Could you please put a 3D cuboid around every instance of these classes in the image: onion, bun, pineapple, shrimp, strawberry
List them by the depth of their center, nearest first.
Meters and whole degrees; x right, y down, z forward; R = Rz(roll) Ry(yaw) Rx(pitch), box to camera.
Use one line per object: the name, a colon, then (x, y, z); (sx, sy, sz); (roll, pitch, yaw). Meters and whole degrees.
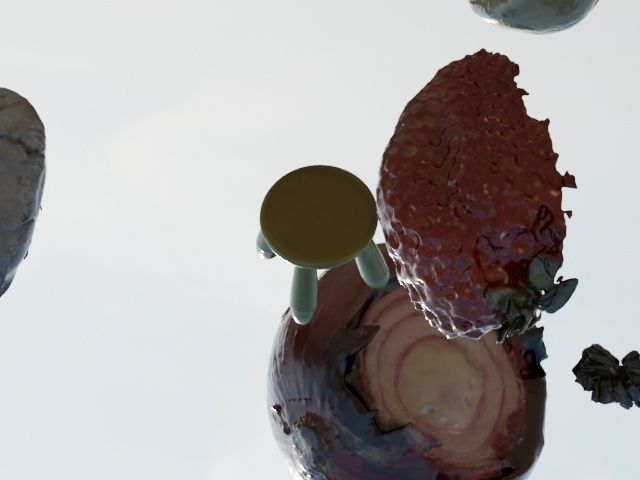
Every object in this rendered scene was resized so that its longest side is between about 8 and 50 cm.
strawberry: (0.101, -0.033, 1.419); (0.107, 0.175, 0.236); (7, -144, -29)
bun: (0.223, -0.266, 1.771); (0.113, 0.166, 0.173); (25, -148, -21)
pineapple: (0.342, 0.149, 1.936); (0.159, 0.074, 0.074); (12, -167, -9)
shrimp: (-0.397, -0.008, 2.118); (0.145, 0.343, 0.116); (8, 175, 1)
onion: (0.085, 0.186, 2.126); (0.341, 0.341, 0.341); (10, -166, -2)

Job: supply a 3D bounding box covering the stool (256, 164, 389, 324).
stool: (0.000, 0.000, 1.765); (0.135, 0.134, 0.110); (15, 151, 11)
